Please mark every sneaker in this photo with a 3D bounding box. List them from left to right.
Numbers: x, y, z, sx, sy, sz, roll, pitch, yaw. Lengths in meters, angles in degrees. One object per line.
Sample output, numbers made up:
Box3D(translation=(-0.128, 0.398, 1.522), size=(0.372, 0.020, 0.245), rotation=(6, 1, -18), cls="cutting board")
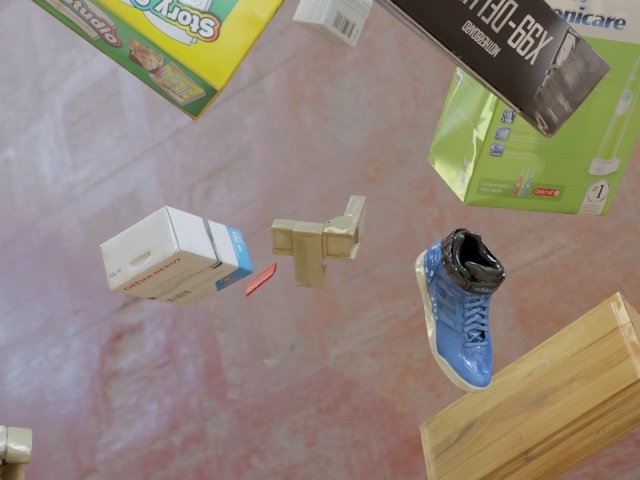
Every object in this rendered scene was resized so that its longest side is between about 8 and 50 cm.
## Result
Box3D(translation=(0.142, 0.062, 1.121), size=(0.084, 0.058, 0.152), rotation=(-45, 51, 49), cls="sneaker")

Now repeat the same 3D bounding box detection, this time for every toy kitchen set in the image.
Box3D(translation=(0.000, 0.000, 1.206), size=(0.083, 0.075, 0.068), rotation=(5, 124, 12), cls="toy kitchen set")

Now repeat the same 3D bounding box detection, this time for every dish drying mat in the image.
Box3D(translation=(-0.108, 0.072, 2.169), size=(0.083, 0.008, 0.032), rotation=(-38, 26, 35), cls="dish drying mat")

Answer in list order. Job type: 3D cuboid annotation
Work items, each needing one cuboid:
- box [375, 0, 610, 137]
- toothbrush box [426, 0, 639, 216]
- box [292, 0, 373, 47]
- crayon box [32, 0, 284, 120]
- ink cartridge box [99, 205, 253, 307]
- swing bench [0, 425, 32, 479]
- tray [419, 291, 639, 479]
Box3D(translation=(0.054, -0.227, 0.922), size=(0.076, 0.242, 0.307), rotation=(-50, 43, 10), cls="box")
Box3D(translation=(0.273, -0.182, 1.392), size=(0.122, 0.206, 0.283), rotation=(-120, 39, -53), cls="toothbrush box")
Box3D(translation=(0.024, -0.429, 2.224), size=(0.087, 0.101, 0.102), rotation=(16, 82, 46), cls="box")
Box3D(translation=(-0.186, -0.363, 1.265), size=(0.313, 0.363, 0.106), rotation=(-58, 11, -22), cls="crayon box")
Box3D(translation=(-0.215, 0.029, 1.789), size=(0.139, 0.190, 0.082), rotation=(-28, 65, 23), cls="ink cartridge box")
Box3D(translation=(-0.349, 0.225, 0.868), size=(0.255, 0.253, 0.165), rotation=(-101, 23, -47), cls="swing bench")
Box3D(translation=(0.341, 0.272, 1.862), size=(0.411, 0.076, 0.203), rotation=(-39, 30, 23), cls="tray")
